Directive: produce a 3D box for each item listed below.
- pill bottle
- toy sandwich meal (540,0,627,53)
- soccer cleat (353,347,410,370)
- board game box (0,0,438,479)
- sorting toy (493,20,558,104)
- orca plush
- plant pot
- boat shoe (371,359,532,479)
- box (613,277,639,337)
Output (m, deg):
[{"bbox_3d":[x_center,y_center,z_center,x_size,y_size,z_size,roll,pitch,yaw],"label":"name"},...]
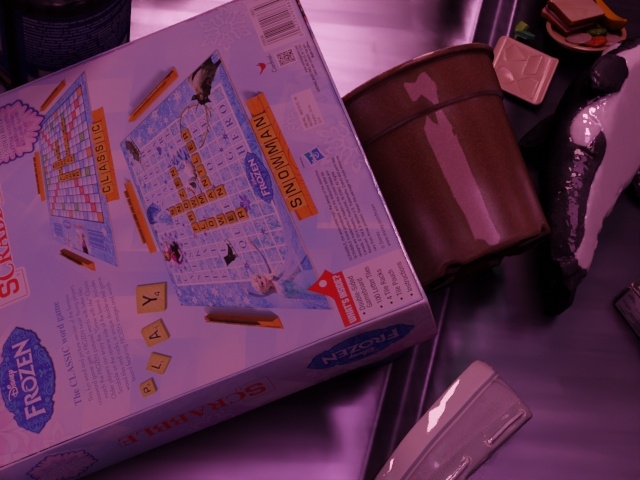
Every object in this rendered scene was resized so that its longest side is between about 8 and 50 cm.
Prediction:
[{"bbox_3d":[-0.213,-0.210,0.951,0.123,0.219,0.122,4,65,-9],"label":"pill bottle"},{"bbox_3d":[0.257,-0.213,1.139,0.086,0.029,0.085,1,41,-1],"label":"toy sandwich meal"},{"bbox_3d":[-0.057,0.063,0.915,0.289,0.121,0.093,-6,68,-13],"label":"soccer cleat"},{"bbox_3d":[-0.117,-0.013,0.881,0.318,0.066,0.318,-21,58,2],"label":"board game box"},{"bbox_3d":[0.196,-0.173,1.132,0.062,0.012,0.083,23,67,5],"label":"sorting toy"},{"bbox_3d":[0.231,-0.069,1.072,0.151,0.102,0.287,34,66,-46],"label":"orca plush"},{"bbox_3d":[0.103,-0.053,0.985,0.167,0.167,0.165,-20,79,-19],"label":"plant pot"},{"bbox_3d":[0.088,0.191,0.910,0.081,0.079,0.227,38,61,12],"label":"boat shoe"},{"bbox_3d":[0.388,0.080,1.041,0.184,0.045,0.190,-28,73,-24],"label":"box"}]
